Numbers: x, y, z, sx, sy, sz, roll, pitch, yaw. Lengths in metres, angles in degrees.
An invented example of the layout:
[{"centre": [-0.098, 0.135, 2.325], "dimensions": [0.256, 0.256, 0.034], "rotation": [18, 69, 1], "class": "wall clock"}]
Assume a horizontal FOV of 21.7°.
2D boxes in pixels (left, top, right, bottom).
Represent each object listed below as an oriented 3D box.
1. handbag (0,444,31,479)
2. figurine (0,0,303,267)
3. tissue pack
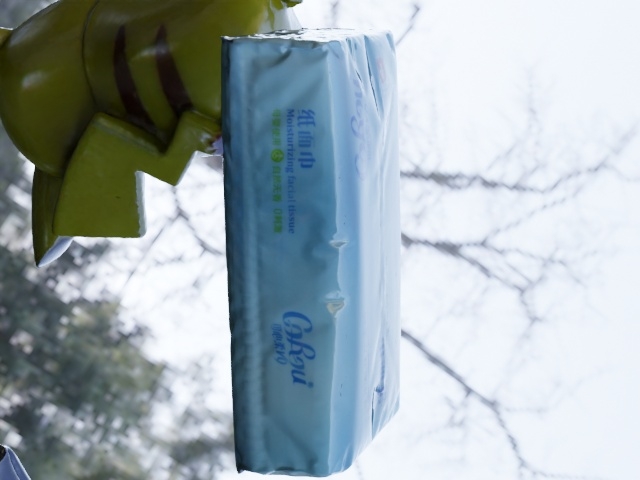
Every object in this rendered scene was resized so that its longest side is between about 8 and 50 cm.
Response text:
[{"centre": [-0.386, 0.258, 1.322], "dimensions": [0.285, 0.113, 0.257], "rotation": [-36, -160, -34], "class": "handbag"}, {"centre": [-0.139, -0.113, 1.305], "dimensions": [0.327, 0.218, 0.169], "rotation": [-9, -155, 28], "class": "figurine"}, {"centre": [0.000, 0.000, 1.043], "dimensions": [0.089, 0.263, 0.177], "rotation": [0, -171, 16], "class": "tissue pack"}]
